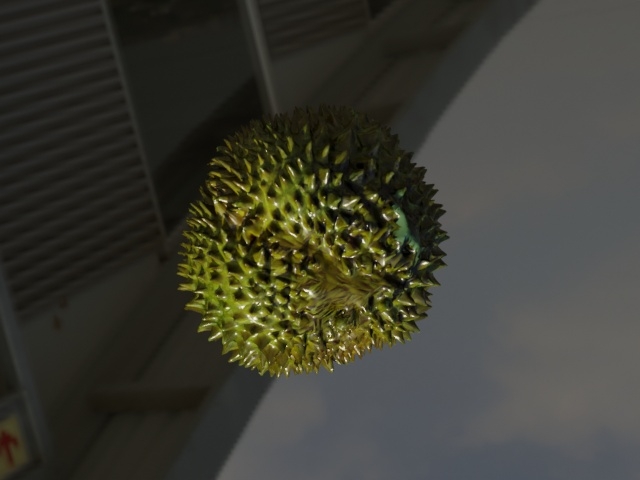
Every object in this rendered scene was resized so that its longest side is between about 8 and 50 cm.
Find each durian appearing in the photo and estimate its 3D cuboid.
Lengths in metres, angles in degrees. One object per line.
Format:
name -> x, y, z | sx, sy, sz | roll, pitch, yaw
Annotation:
durian -> 0.004, 0.000, 1.433 | 0.224, 0.291, 0.291 | -5, -166, 42
